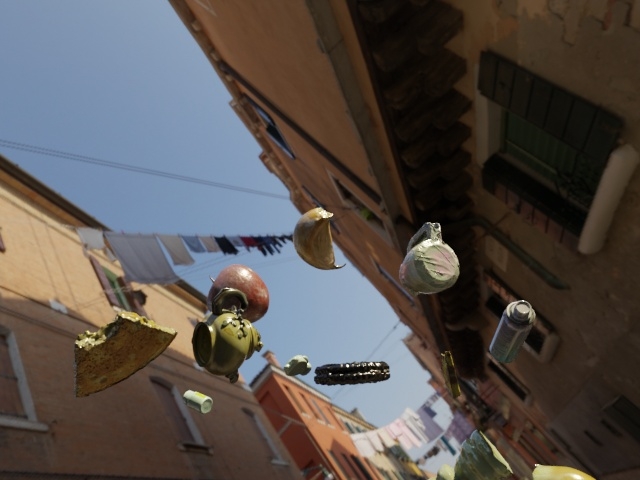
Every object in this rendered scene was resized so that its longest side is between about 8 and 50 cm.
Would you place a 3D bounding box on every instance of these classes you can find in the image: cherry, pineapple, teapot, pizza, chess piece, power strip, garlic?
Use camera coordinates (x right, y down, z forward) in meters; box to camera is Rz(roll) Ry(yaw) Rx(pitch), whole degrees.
[{"bbox_3d":[-0.343,0.218,1.858,0.236,0.285,0.213,-57,-10,0],"label":"cherry"},{"bbox_3d":[0.230,0.237,0.819,0.019,0.084,0.045,-12,-8,-3],"label":"pineapple"},{"bbox_3d":[-0.241,0.262,1.256,0.182,0.173,0.270,5,-85,-39],"label":"teapot"},{"bbox_3d":[-0.584,0.303,1.312,0.323,0.089,0.223,-33,-47,-19],"label":"pizza"},{"bbox_3d":[0.364,0.622,1.203,0.243,0.133,0.133,-42,-33,5],"label":"chess piece"},{"bbox_3d":[-0.048,0.252,0.935,0.055,0.035,0.083,-44,-34,2],"label":"power strip"},{"bbox_3d":[-0.012,0.008,1.648,0.164,0.146,0.245,-14,-63,5],"label":"garlic"},{"bbox_3d":[0.327,0.071,1.500,0.163,0.222,0.178,-16,-14,-26],"label":"teapot"}]

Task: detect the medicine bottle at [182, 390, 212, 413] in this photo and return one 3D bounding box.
[{"bbox_3d":[-0.354,0.463,1.322,0.047,0.083,0.047,-15,-71,-53],"label":"medicine bottle"}]

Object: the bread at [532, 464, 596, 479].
[{"bbox_3d":[0.731,0.845,1.370,0.160,0.333,0.333,-18,-39,-51],"label":"bread"}]

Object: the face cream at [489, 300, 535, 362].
[{"bbox_3d":[0.495,0.233,1.184,0.075,0.075,0.230,-31,-37,-18],"label":"face cream"}]

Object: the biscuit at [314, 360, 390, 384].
[{"bbox_3d":[0.078,0.327,1.128,0.194,0.053,0.195,-3,-18,-1],"label":"biscuit"}]
